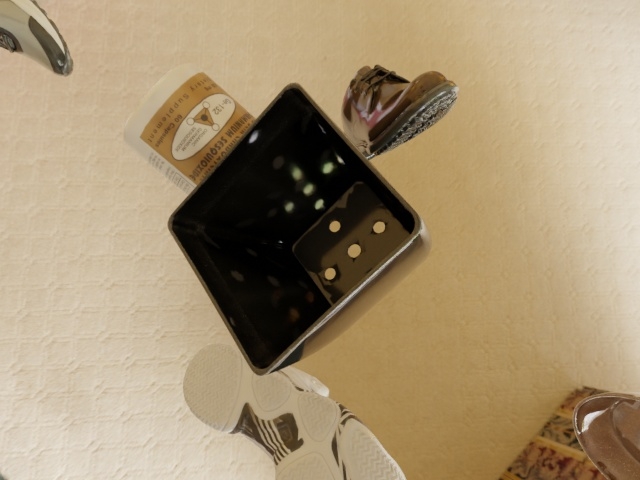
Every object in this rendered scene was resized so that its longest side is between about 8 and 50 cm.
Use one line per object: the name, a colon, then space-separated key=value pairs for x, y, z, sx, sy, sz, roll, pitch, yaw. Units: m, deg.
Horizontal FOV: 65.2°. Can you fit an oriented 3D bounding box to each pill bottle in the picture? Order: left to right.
pill bottle: x=-0.116 y=-0.098 z=0.631 sx=0.229 sy=0.131 sz=0.131 roll=41 pitch=77 yaw=-10

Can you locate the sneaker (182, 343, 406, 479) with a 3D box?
sneaker: x=-0.016 y=0.275 z=0.730 sx=0.366 sy=0.210 sz=0.137 roll=25 pitch=83 yaw=30

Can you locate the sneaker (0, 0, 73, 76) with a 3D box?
sneaker: x=-0.451 y=-0.294 z=0.647 sx=0.272 sy=0.100 sz=0.108 roll=33 pitch=70 yaw=-12

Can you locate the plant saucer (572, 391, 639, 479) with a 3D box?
plant saucer: x=0.351 y=0.218 z=0.487 sx=0.036 sy=0.198 sz=0.198 roll=-38 pitch=87 yaw=-24

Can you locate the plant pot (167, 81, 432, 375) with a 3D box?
plant pot: x=0.000 y=0.000 z=0.496 sx=0.188 sy=0.167 sz=0.187 roll=-44 pitch=63 yaw=13

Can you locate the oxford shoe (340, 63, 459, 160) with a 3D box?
oxford shoe: x=0.065 y=-0.144 z=0.534 sx=0.083 sy=0.227 sz=0.096 roll=-30 pitch=99 yaw=-14
